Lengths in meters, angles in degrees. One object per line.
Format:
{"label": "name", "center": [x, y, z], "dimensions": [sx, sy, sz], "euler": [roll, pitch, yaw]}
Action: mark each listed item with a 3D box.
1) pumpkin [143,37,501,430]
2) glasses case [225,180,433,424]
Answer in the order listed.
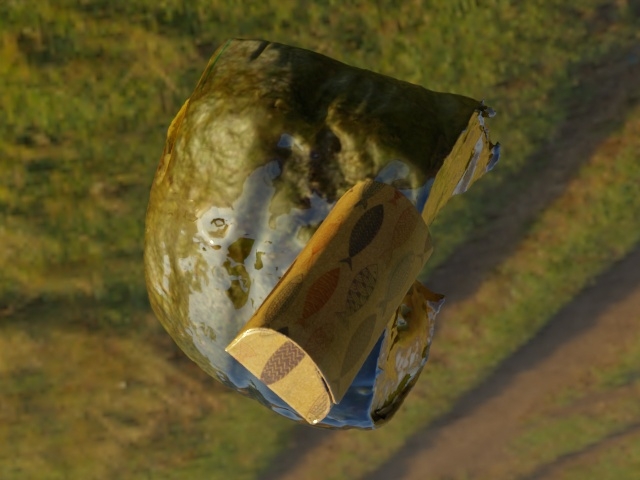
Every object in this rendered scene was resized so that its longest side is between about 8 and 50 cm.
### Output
{"label": "pumpkin", "center": [0.000, 0.000, 1.191], "dimensions": [0.226, 0.303, 0.256], "euler": [17, -165, 19]}
{"label": "glasses case", "center": [0.013, 0.028, 0.844], "dimensions": [0.041, 0.065, 0.170], "euler": [-46, -176, 37]}
